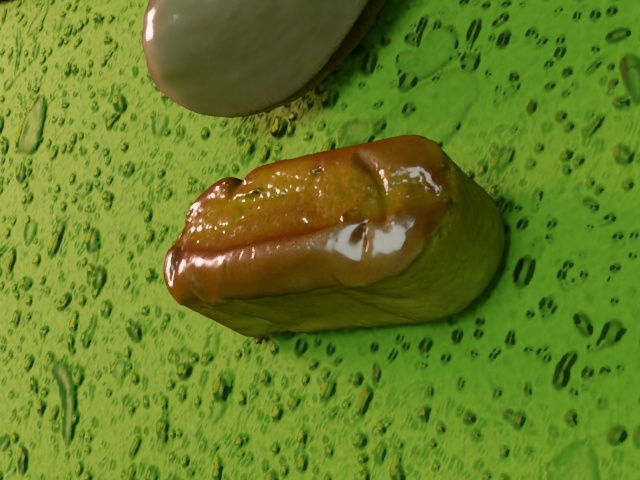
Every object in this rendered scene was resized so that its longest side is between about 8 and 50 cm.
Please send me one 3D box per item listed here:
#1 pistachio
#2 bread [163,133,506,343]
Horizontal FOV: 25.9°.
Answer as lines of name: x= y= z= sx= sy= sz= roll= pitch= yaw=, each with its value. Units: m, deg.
pistachio: x=-0.036 y=-0.181 z=0.984 sx=0.223 sy=0.126 sz=0.152 roll=-43 pitch=78 yaw=19
bread: x=0.000 y=0.000 z=0.873 sx=0.245 sy=0.094 sz=0.102 roll=-8 pitch=59 yaw=46
